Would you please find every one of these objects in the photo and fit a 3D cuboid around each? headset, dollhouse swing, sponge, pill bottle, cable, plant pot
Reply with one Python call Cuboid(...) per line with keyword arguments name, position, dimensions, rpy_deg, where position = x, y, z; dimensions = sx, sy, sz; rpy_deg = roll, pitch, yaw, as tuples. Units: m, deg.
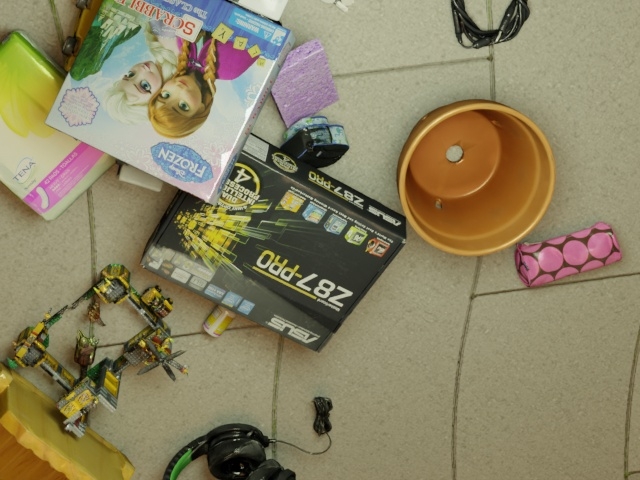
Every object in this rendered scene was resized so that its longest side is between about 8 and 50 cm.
Cuboid(name="headset", position=(-0.139, 0.462, 2.130), dimensions=(0.394, 0.243, 0.185), rpy_deg=(-26, 143, -27))
Cuboid(name="dollhouse swing", position=(-0.578, 0.461, 2.036), dimensions=(0.315, 0.305, 0.347), rpy_deg=(-43, 110, 10))
Cuboid(name="sponge", position=(-0.034, -0.282, 1.883), dimensions=(0.117, 0.210, 0.031), rpy_deg=(-30, 69, -2))
Cuboid(name="pill bottle", position=(-0.200, 0.154, 2.102), dimensions=(0.043, 0.043, 0.083), rpy_deg=(36, 103, -17))
Cuboid(name="cable", position=(0.316, -0.455, 1.931), dimensions=(0.150, 0.047, 0.184), rpy_deg=(-12, 111, -2))
Cuboid(name="plant pot", position=(0.277, -0.139, 1.962), dimensions=(0.291, 0.203, 0.291), rpy_deg=(-2, 110, -5))

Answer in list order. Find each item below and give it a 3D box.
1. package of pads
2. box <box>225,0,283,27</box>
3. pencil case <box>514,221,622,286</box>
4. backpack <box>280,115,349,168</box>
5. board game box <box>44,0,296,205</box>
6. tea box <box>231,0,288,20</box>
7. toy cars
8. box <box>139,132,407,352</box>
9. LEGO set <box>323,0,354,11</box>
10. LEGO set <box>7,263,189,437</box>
Cuboid(name="package of pads", position=(-0.528, -0.206, 1.899), dimensions=(0.229, 0.101, 0.296), rpy_deg=(-42, 109, 8))
Cuboid(name="box", position=(-0.163, -0.330, 1.866), dimensions=(0.108, 0.153, 0.207), rpy_deg=(27, 106, -16))
Cuboid(name="pencil case", position=(0.505, 0.025, 2.114), dimensions=(0.209, 0.095, 0.098), rpy_deg=(-16, 96, -3))
Cuboid(name="backpack", position=(-0.008, -0.187, 1.963), dimensions=(0.114, 0.105, 0.084), rpy_deg=(-5, 70, -35))
Cuboid(name="board game box", position=(-0.252, -0.268, 1.734), dimensions=(0.319, 0.066, 0.318), rpy_deg=(25, 90, 7))
Cuboid(name="tea box", position=(-0.153, -0.595, 1.732), dimensions=(0.323, 0.220, 0.329), rpy_deg=(23, 106, -15))
Cuboid(name="toy cars", position=(-0.361, -0.272, 1.862), dimensions=(0.176, 0.087, 0.393), rpy_deg=(-27, 96, -30))
Cuboid(name="box", position=(-0.088, 0.000, 1.909), dimensions=(0.395, 0.097, 0.318), rpy_deg=(28, 122, -15))
Cuboid(name="LEGO set", position=(0.108, -0.497, 1.870), dimensions=(0.093, 0.087, 0.227), rpy_deg=(35, 104, -17))
Cuboid(name="LEGO set", position=(-0.442, 0.222, 2.020), dimensions=(0.331, 0.192, 0.255), rpy_deg=(-30, 111, 5))
